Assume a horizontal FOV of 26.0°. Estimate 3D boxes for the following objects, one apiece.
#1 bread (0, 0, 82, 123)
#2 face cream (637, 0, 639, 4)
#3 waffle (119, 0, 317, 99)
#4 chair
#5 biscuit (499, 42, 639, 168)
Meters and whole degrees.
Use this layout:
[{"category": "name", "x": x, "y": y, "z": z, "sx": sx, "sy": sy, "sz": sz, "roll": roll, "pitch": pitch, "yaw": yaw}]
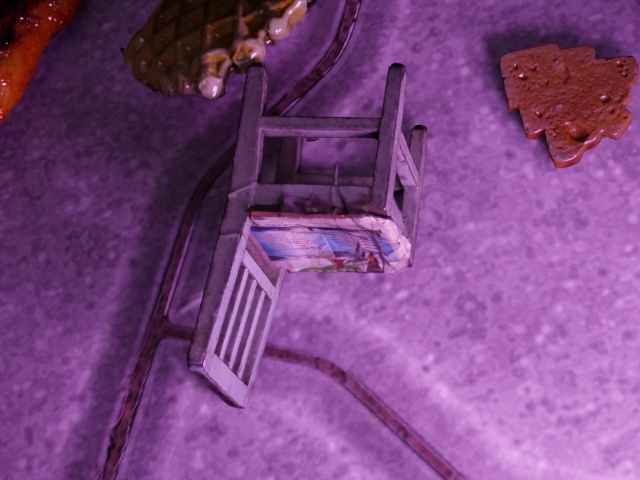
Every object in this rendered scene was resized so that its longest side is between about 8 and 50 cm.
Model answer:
[{"category": "bread", "x": -0.330, "y": -0.174, "z": 1.319, "sx": 0.139, "sy": 0.095, "sz": 0.269, "roll": 27, "pitch": 62, "yaw": 19}, {"category": "face cream", "x": 0.365, "y": -0.185, "z": 1.115, "sx": 0.175, "sy": 0.175, "sz": 0.195, "roll": -28, "pitch": 67, "yaw": 0}, {"category": "waffle", "x": -0.082, "y": -0.207, "z": 1.247, "sx": 0.208, "sy": 0.054, "sz": 0.214, "roll": -44, "pitch": 33, "yaw": -16}, {"category": "chair", "x": 0.000, "y": 0.000, "z": 1.143, "sx": 0.147, "sy": 0.136, "sz": 0.271, "roll": 3, "pitch": 68, "yaw": 15}, {"category": "biscuit", "x": 0.212, "y": -0.128, "z": 1.211, "sx": 0.130, "sy": 0.019, "sz": 0.119, "roll": 36, "pitch": 80, "yaw": 22}]
